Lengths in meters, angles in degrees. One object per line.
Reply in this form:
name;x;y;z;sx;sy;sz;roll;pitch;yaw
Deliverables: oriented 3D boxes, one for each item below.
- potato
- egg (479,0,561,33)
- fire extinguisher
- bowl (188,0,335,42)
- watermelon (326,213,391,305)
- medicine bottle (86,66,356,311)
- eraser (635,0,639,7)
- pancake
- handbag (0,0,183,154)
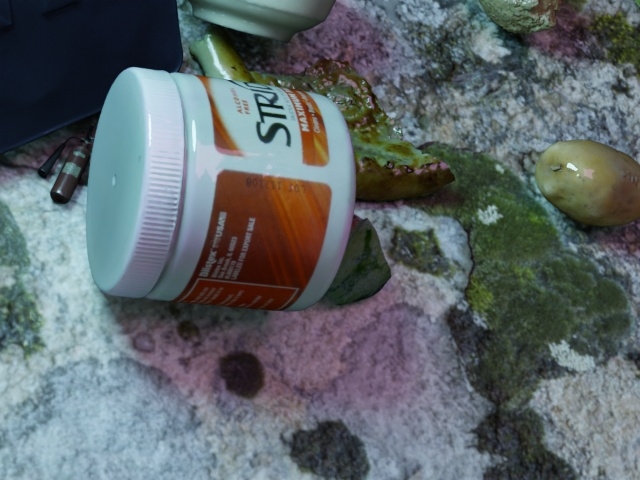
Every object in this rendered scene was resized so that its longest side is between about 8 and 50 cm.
potato;0.367;-0.075;1.935;0.178;0.118;0.109;11;96;-35
egg;0.275;-0.350;2.028;0.140;0.116;0.118;34;33;-2
fire extinguisher;-0.295;-0.090;1.678;0.046;0.032;0.100;7;56;17
bowl;-0.082;-0.322;1.798;0.238;0.238;0.126;13;99;-19
watermelon;0.006;0.000;1.727;0.098;0.121;0.158;-34;78;-12
medicine bottle;-0.114;-0.053;1.604;0.241;0.252;0.252;5;63;-23
eraser;0.505;-0.355;2.196;0.038;0.019;0.083;-26;78;-32
pancake;0.005;-0.162;1.839;0.376;0.054;0.197;26;56;-13
handbag;-0.316;-0.258;1.617;0.326;0.269;0.118;-29;43;-35
